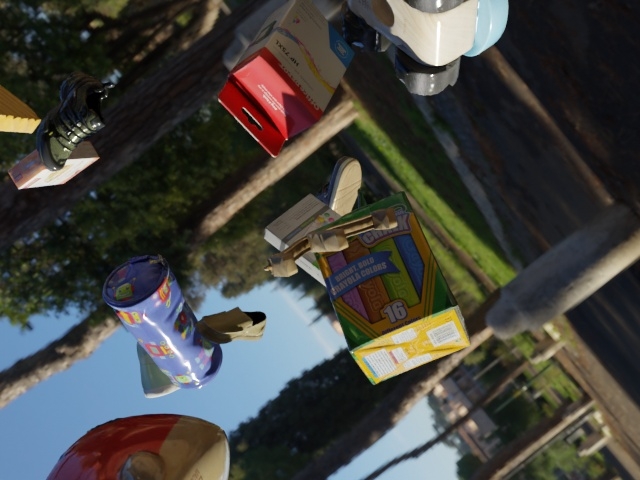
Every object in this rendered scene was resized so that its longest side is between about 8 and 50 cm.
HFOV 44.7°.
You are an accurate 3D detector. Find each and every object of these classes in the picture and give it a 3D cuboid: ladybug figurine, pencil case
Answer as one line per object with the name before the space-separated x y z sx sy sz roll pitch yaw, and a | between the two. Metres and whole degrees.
ladybug figurine | -0.234 0.347 0.905 0.162 0.305 0.449 27 134 8
pencil case | -0.284 0.150 1.437 0.306 0.119 0.133 68 -157 -45

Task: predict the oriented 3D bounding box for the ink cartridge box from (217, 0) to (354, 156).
ink cartridge box | -0.048 -0.251 1.173 0.134 0.078 0.231 45 -134 -24

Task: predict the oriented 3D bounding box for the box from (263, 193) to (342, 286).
box | 0.000 0.000 1.594 0.186 0.145 0.038 38 144 18

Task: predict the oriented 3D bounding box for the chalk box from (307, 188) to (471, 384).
chalk box | 0.100 0.053 1.274 0.180 0.179 0.289 57 -170 -58

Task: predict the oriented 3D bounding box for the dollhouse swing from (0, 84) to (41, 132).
dollhouse swing | -0.537 -0.362 1.142 0.305 0.315 0.347 22 -176 -7

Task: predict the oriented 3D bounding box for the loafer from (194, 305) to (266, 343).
loafer | -0.145 0.135 1.277 0.056 0.050 0.148 38 -161 31

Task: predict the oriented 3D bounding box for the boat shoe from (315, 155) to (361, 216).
boat shoe | 0.030 -0.098 1.928 0.092 0.103 0.285 36 142 25

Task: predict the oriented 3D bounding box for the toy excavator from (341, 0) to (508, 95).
toy excavator | 0.215 -0.511 1.314 0.433 0.445 0.222 46 159 30

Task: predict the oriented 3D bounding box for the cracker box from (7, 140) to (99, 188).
cracker box | -0.780 -0.224 2.290 0.067 0.156 0.232 59 -163 1

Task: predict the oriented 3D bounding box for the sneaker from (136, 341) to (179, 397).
sneaker | -0.328 0.257 1.813 0.256 0.094 0.151 -16 -86 -65

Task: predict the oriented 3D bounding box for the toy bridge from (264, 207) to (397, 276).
toy bridge | 0.006 0.001 0.941 0.063 0.188 0.026 -3 107 52

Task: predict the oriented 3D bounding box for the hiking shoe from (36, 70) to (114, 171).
hiking shoe | -0.522 -0.249 1.659 0.114 0.227 0.086 19 177 28
